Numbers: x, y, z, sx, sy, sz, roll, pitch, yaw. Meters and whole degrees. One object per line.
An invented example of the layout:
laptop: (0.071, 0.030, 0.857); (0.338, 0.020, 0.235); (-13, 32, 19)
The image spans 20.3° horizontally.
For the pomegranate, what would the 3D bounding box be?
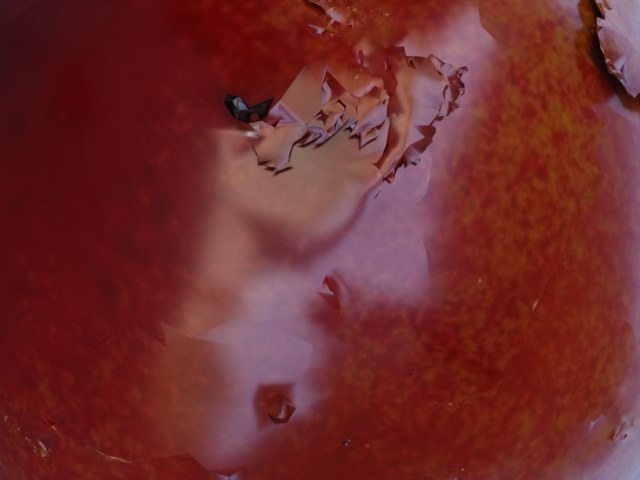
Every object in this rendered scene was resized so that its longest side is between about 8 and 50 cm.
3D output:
pomegranate: (0.000, 0.000, 0.463); (0.210, 0.210, 0.235); (-60, 154, 3)
